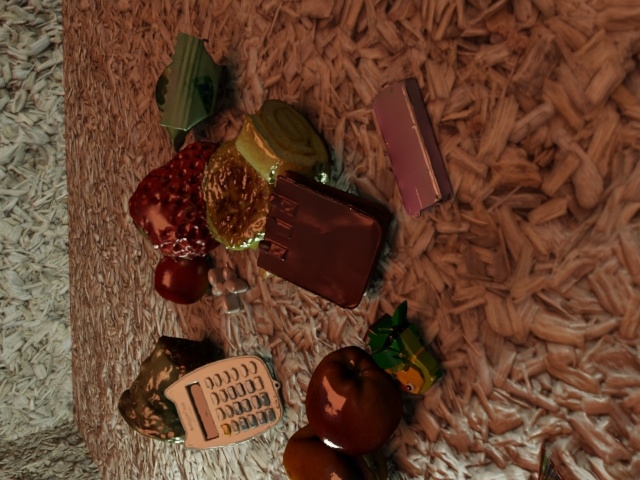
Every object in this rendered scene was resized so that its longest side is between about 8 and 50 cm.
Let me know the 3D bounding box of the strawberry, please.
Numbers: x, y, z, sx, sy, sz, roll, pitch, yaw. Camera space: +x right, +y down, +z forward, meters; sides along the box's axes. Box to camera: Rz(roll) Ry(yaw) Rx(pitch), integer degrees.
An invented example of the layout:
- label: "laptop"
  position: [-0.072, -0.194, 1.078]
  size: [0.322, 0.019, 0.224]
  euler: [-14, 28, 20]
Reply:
- label: "strawberry"
  position: [-0.399, -0.135, 1.919]
  size: [0.345, 0.295, 0.317]
  euler: [-68, 20, 13]

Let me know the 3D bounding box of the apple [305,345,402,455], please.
- label: "apple"
  position: [0.073, 0.355, 1.431]
  size: [0.234, 0.234, 0.234]
  euler: [19, 114, 50]

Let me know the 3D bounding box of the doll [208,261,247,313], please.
- label: "doll"
  position: [-0.297, 0.142, 2.018]
  size: [0.160, 0.059, 0.161]
  euler: [53, 138, 31]

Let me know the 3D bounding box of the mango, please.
- label: "mango"
  position: [0.022, 0.538, 1.533]
  size: [0.287, 0.152, 0.201]
  euler: [10, 94, 52]

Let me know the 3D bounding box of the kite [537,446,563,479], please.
- label: "kite"
  position: [0.431, 0.461, 1.143]
  size: [0.190, 0.010, 0.159]
  euler: [60, 140, 23]

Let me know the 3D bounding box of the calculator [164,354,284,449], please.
- label: "calculator"
  position: [-0.280, 0.487, 1.956]
  size: [0.386, 0.054, 0.256]
  euler: [-23, 86, 22]

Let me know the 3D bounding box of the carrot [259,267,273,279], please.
- label: "carrot"
  position: [-0.131, 0.054, 1.769]
  size: [0.072, 0.072, 0.205]
  euler: [62, 148, 22]

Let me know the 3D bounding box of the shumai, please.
- label: "shumai"
  position: [-0.478, 0.485, 2.190]
  size: [0.397, 0.324, 0.324]
  euler: [21, 101, 44]

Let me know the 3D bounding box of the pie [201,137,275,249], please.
- label: "pie"
  position: [-0.196, -0.119, 1.702]
  size: [0.354, 0.103, 0.289]
  euler: [-28, 70, 35]

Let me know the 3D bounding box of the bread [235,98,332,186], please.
- label: "bread"
  position: [-0.085, -0.209, 1.527]
  size: [0.257, 0.185, 0.124]
  euler: [52, 133, 21]

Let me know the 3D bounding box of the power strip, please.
- label: "power strip"
  position: [0.180, -0.186, 1.290]
  size: [0.109, 0.037, 0.279]
  euler: [-27, 77, 53]

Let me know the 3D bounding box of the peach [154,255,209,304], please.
- label: "peach"
  position: [-0.452, 0.110, 2.131]
  size: [0.197, 0.197, 0.198]
  euler: [19, 114, 50]

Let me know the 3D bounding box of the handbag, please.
- label: "handbag"
  position: [0.001, -0.001, 1.449]
  size: [0.275, 0.084, 0.260]
  euler: [22, 123, 14]

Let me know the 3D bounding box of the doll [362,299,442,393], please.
- label: "doll"
  position: [0.175, 0.232, 1.354]
  size: [0.134, 0.106, 0.186]
  euler: [-34, 88, 41]

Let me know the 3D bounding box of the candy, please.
- label: "candy"
  position: [-0.397, -0.406, 1.886]
  size: [0.398, 0.171, 0.263]
  euler: [170, 115, -72]

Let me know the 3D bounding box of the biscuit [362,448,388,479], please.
- label: "biscuit"
  position: [0.088, 0.595, 1.619]
  size: [0.197, 0.049, 0.302]
  euler: [60, 141, 26]
